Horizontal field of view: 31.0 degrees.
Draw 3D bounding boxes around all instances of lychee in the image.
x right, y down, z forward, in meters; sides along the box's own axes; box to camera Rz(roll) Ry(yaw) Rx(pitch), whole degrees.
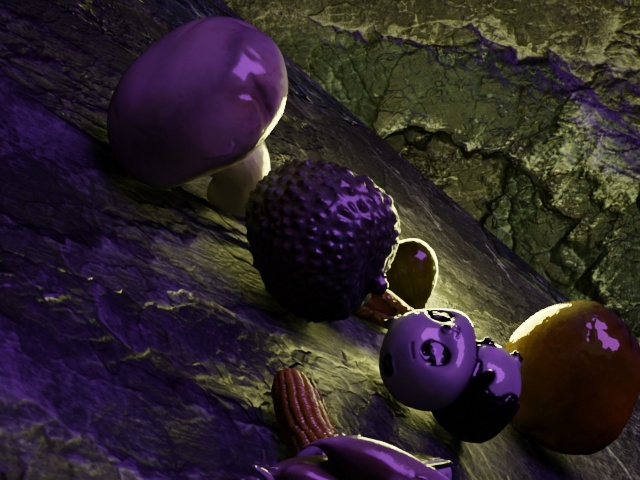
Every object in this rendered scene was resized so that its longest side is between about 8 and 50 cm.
[{"bbox_3d":[0.000,0.000,1.865,0.274,0.255,0.255,30,13,18],"label":"lychee"}]

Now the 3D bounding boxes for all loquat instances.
[{"bbox_3d":[0.474,0.258,2.176,0.276,0.284,0.276,41,11,-10],"label":"loquat"}]

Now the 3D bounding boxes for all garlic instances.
[{"bbox_3d":[0.039,0.325,1.136,0.292,0.237,0.210,17,12,-11],"label":"garlic"}]

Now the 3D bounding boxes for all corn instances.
[{"bbox_3d":[-0.017,0.242,1.494,0.072,0.072,0.203,30,18,-32],"label":"corn"}]

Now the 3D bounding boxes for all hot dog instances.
[{"bbox_3d":[0.067,0.097,2.061,0.289,0.068,0.083,27,-2,-27],"label":"hot dog"}]

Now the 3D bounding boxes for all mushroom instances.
[{"bbox_3d":[-0.206,-0.213,1.879,0.315,0.315,0.356,41,-21,1],"label":"mushroom"}]

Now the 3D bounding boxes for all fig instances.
[{"bbox_3d":[0.192,0.110,2.264,0.124,0.124,0.236,13,52,-58],"label":"fig"}]

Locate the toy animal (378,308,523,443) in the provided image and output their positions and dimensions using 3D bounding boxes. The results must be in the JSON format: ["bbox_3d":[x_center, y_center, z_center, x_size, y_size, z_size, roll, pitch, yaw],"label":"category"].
[{"bbox_3d":[0.205,0.213,1.889,0.235,0.165,0.187,39,33,-17],"label":"toy animal"}]

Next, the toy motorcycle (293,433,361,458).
[{"bbox_3d":[0.044,0.308,1.319,0.221,0.150,0.102,30,-26,5],"label":"toy motorcycle"}]

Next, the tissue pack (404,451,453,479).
[{"bbox_3d":[0.102,0.327,1.466,0.090,0.103,0.170,-2,-6,31],"label":"tissue pack"}]
